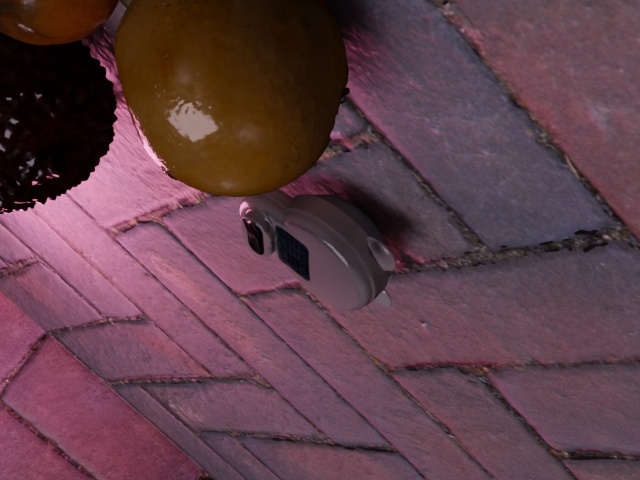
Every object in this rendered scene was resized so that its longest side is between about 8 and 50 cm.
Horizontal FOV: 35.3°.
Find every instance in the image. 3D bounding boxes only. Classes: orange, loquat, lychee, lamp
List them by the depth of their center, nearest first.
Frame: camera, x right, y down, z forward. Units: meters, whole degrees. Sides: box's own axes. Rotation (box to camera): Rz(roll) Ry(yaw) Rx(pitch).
[{"bbox_3d":[-0.096,-0.172,1.082,0.263,0.263,0.263,27,151,16],"label":"loquat"},{"bbox_3d":[-0.345,-0.331,1.211,0.224,0.170,0.224,29,151,18],"label":"orange"},{"bbox_3d":[0.001,-0.002,1.397,0.246,0.108,0.179,29,148,17],"label":"lamp"},{"bbox_3d":[-0.442,-0.190,1.429,0.330,0.306,0.306,54,163,31],"label":"lychee"}]

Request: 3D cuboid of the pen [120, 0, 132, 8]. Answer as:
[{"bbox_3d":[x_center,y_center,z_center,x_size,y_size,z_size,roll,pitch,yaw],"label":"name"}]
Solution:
[{"bbox_3d":[-0.161,-0.249,1.284,0.233,0.032,0.040,38,129,-7],"label":"pen"}]
